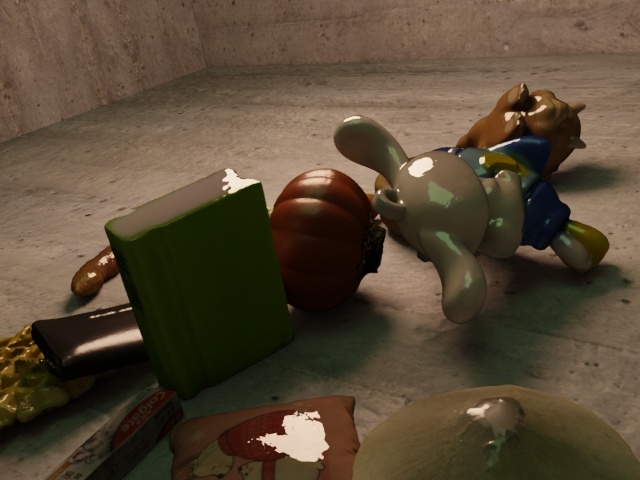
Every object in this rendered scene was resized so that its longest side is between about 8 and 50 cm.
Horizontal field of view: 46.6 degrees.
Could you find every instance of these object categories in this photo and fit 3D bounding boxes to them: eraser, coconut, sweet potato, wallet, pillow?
[{"bbox_3d":[-0.155,0.064,1.011,0.210,0.274,0.092,-28,37,-30],"label":"eraser"},{"bbox_3d":[0.133,0.221,0.578,0.241,0.241,0.241,-9,23,4],"label":"coconut"},{"bbox_3d":[-0.419,0.053,1.418,0.065,0.051,0.218,-8,23,17],"label":"sweet potato"},{"bbox_3d":[-0.297,0.136,1.096,0.250,0.044,0.149,-9,28,-35],"label":"wallet"},{"bbox_3d":[-0.051,0.248,0.770,0.223,0.084,0.236,-11,27,-2],"label":"pillow"}]

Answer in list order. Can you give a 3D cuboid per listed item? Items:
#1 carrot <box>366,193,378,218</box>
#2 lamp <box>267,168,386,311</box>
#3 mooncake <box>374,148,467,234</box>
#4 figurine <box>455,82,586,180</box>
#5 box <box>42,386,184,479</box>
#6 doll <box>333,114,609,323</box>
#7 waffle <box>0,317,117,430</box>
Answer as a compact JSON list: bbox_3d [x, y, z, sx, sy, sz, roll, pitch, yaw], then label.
[{"bbox_3d":[0.005,-0.025,1.410,0.271,0.066,0.062,-24,-17,-22],"label":"carrot"},{"bbox_3d":[0.000,0.000,1.143,0.196,0.223,0.223,9,27,10],"label":"lamp"},{"bbox_3d":[0.217,-0.079,1.352,0.234,0.117,0.235,-11,26,5],"label":"mooncake"},{"bbox_3d":[0.416,-0.201,1.497,0.172,0.247,0.177,19,45,-18],"label":"figurine"},{"bbox_3d":[-0.253,0.256,0.896,0.055,0.040,0.218,3,27,31],"label":"box"},{"bbox_3d":[0.234,-0.046,1.126,0.365,0.376,0.187,-3,-25,-29],"label":"doll"},{"bbox_3d":[-0.439,0.200,1.085,0.261,0.056,0.250,-20,26,-31],"label":"waffle"}]
